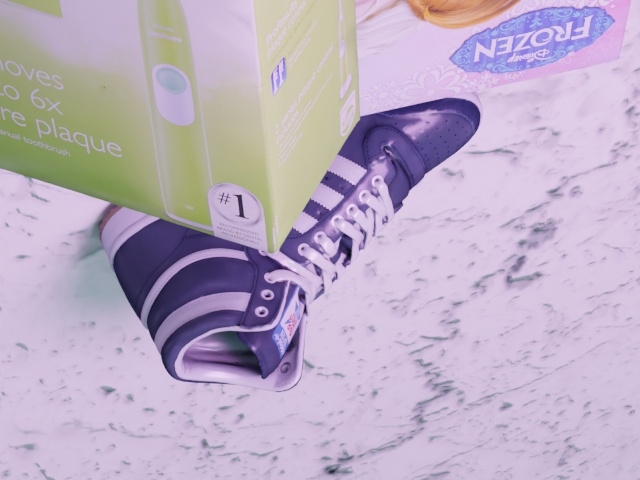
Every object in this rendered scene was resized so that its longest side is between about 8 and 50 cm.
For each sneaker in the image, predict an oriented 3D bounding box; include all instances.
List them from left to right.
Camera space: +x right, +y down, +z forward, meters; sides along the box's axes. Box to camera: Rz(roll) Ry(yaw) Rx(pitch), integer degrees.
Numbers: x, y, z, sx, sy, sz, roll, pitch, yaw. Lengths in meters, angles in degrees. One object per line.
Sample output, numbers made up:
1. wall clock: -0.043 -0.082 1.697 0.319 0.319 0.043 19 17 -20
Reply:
1. sneaker: 0.000 0.000 1.337 0.282 0.153 0.099 -24 144 0

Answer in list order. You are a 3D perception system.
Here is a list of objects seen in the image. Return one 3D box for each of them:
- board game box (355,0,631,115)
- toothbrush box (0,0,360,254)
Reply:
1. board game box: 0.049 -0.208 1.180 0.318 0.066 0.318 -13 142 -12
2. toothbrush box: -0.098 -0.151 1.031 0.206 0.122 0.283 18 140 17
